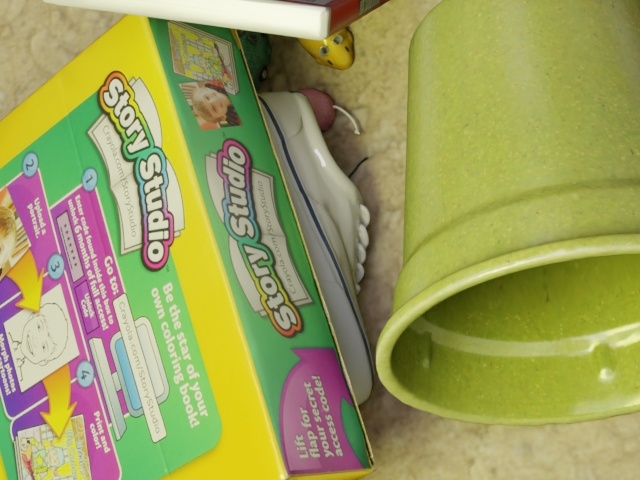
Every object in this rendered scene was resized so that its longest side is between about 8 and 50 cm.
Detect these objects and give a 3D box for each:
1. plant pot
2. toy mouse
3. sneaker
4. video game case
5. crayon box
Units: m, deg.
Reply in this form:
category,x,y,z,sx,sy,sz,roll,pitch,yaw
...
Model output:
category,x,y,z,sx,sy,sz,roll,pitch,yaw
plant pot,0.164,-0.040,1.088,0.276,0.276,0.253,-13,60,15
toy mouse,-0.037,-0.131,1.283,0.143,0.031,0.161,-34,68,7
sneaker,0.000,0.000,1.204,0.091,0.094,0.258,-18,87,-30
video game case,-0.057,-0.194,1.169,0.204,0.285,0.025,9,108,13
crayon box,-0.149,0.061,1.171,0.313,0.106,0.362,-32,66,34
